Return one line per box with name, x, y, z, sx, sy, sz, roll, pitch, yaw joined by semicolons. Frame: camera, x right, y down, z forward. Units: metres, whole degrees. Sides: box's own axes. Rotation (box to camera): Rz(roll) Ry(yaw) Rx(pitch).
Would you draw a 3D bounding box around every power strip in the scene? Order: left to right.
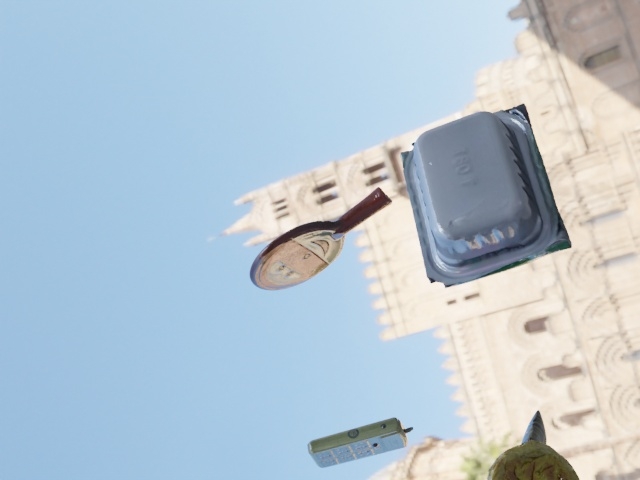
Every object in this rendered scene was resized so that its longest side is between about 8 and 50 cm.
power strip;0.067;0.322;1.346;0.076;0.169;0.028;66;-170;-51

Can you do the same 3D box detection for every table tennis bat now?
table tennis bat;0.000;0.000;0.806;0.019;0.155;0.098;60;-170;29

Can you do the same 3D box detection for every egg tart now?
egg tart;0.231;0.286;0.920;0.130;0.052;0.130;10;-119;-18

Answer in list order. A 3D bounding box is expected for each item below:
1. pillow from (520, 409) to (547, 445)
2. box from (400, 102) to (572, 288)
pillow;0.266;0.318;1.090;0.203;0.038;0.113;-47;-43;-58
box;0.278;-0.102;1.542;0.106;0.264;0.336;46;-151;-55
